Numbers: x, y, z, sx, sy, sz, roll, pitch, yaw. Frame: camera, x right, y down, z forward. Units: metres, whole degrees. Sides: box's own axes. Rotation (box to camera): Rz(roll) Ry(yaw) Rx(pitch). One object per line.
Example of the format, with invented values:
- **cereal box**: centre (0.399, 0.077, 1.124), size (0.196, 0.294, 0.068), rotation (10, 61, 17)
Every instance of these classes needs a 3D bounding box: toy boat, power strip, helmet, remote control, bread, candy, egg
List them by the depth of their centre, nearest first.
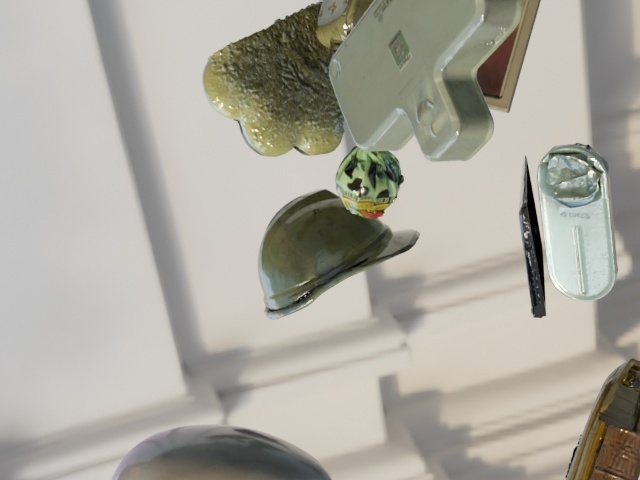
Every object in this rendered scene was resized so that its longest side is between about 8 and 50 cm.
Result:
- **power strip**: centre (0.110, -0.171, 1.336), size (0.059, 0.265, 0.193), rotation (-6, -115, -32)
- **toy boat**: centre (0.328, 0.243, 1.500), size (0.068, 0.226, 0.088), rotation (24, 170, -16)
- **egg**: centre (-0.117, 0.317, 1.587), size (0.271, 0.196, 0.196), rotation (13, -151, -5)
- **candy**: centre (0.073, -0.173, 1.698), size (0.083, 0.305, 0.091), rotation (22, -153, 35)
- **bread**: centre (-0.030, -0.217, 1.900), size (0.286, 0.207, 0.056), rotation (-38, -169, -37)
- **power strip**: centre (0.070, -0.416, 1.915), size (0.092, 0.066, 0.387), rotation (-16, -127, 55)
- **remote control**: centre (0.371, -0.027, 1.923), size (0.104, 0.247, 0.052), rotation (3, -152, 26)
- **helmet**: centre (0.002, -0.005, 1.971), size (0.257, 0.137, 0.204), rotation (-29, -172, 0)

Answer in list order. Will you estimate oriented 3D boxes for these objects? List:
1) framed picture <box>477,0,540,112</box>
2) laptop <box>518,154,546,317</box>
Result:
- **framed picture**: centre (0.220, -0.349, 1.994), size (0.211, 0.289, 0.020), rotation (15, 177, 24)
- **laptop**: centre (0.240, -0.008, 1.530), size (0.016, 0.135, 0.197), rotation (-8, -162, 11)
